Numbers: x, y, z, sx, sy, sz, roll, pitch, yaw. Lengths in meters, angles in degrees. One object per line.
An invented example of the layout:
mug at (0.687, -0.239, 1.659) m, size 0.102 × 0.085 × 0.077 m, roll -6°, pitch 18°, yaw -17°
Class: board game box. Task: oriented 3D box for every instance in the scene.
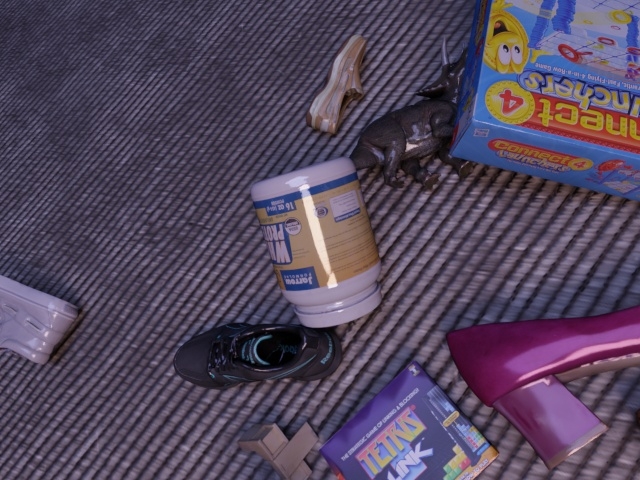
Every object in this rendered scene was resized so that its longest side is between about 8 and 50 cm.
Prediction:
board game box at (0.105, 0.260, 0.543) m, size 0.170 × 0.048 × 0.141 m, roll -43°, pitch 62°, yaw -1°
board game box at (0.352, -0.225, 0.579) m, size 0.307 × 0.086 × 0.302 m, roll 14°, pitch 72°, yaw 2°

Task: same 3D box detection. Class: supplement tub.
supplement tub at (0.000, 0.000, 0.597) m, size 0.144 × 0.144 × 0.200 m, roll -14°, pitch 100°, yaw 14°

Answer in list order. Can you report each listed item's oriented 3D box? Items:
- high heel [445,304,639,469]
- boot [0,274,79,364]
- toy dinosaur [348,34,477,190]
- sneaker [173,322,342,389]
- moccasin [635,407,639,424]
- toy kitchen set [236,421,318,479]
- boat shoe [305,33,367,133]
high heel at (0.335, 0.070, 0.502) m, size 0.377 × 0.127 × 0.181 m, roll -36°, pitch 54°, yaw -2°
boot at (-0.580, 0.142, 0.817) m, size 0.258 × 0.095 × 0.124 m, roll 12°, pitch 66°, yaw 23°
toy dinosaur at (0.140, -0.158, 0.689) m, size 0.313 × 0.121 × 0.160 m, roll -35°, pitch 49°, yaw 8°
sneaker at (-0.107, 0.155, 0.635) m, size 0.267 × 0.106 × 0.101 m, roll -11°, pitch 66°, yaw 17°
moccasin at (0.377, 0.332, 0.363) m, size 0.146 × 0.139 × 0.381 m, roll -14°, pitch 66°, yaw 21°
toy kitchen set at (-0.053, 0.284, 0.606) m, size 0.068 × 0.075 × 0.083 m, roll -38°, pitch 93°, yaw -40°
boat shoe at (0.047, -0.276, 0.791) m, size 0.072 × 0.068 × 0.190 m, roll 26°, pitch 88°, yaw 15°
